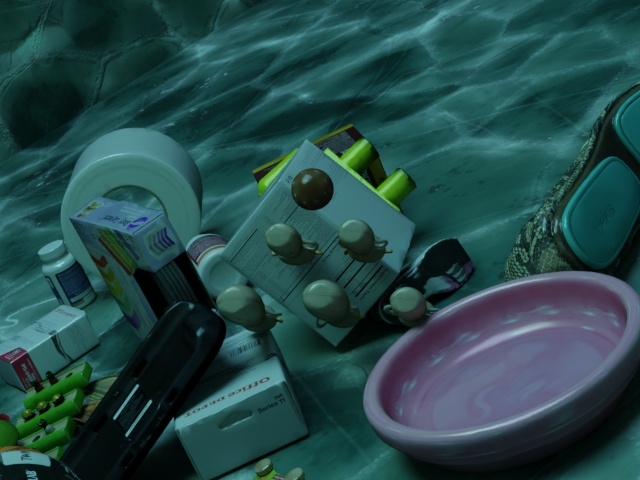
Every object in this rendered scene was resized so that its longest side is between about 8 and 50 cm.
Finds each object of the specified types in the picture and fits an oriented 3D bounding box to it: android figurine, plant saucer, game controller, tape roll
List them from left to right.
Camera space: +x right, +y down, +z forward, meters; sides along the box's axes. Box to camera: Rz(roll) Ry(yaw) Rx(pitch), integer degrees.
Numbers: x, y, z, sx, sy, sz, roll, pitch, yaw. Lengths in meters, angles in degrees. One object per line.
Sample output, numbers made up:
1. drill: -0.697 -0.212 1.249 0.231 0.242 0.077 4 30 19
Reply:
1. tape roll: -0.331 -0.062 2.518 0.246 0.246 0.169 -23 20 4
2. game controller: -0.233 0.218 1.813 0.319 0.067 0.166 -55 32 -2
3. android figurine: 0.008 -0.030 2.151 0.273 0.056 0.248 -42 63 -9
4. plant saucer: 0.214 0.153 1.593 0.332 0.084 0.332 -22 21 9

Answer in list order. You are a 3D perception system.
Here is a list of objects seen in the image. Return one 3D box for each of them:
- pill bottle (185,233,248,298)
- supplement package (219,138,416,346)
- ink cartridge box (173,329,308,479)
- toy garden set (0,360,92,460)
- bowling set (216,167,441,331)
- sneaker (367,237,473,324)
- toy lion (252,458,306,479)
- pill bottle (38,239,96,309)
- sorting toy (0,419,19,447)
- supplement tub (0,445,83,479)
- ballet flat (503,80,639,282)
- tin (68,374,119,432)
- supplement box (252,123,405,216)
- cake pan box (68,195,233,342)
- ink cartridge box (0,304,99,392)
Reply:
1. pill bottle: -0.175 0.037 2.320 0.086 0.086 0.152 -28 21 -9
2. supplement package: 0.000 0.000 1.964 0.149 0.203 0.194 -50 5 23
3. ink cartridge box: -0.110 0.205 1.828 0.153 0.087 0.208 -24 19 0
4. toy garden set: -0.440 0.277 2.020 0.204 0.049 0.244 -27 25 16
5. bowling set: 0.017 0.019 1.804 0.287 0.200 0.154 2 -12 13
6. sneaker: 0.129 0.055 1.959 0.178 0.072 0.077 -31 10 -32
7. toy lion: -0.070 0.300 1.636 0.096 0.034 0.100 -45 27 -28
8. pill bottle: -0.455 0.062 2.529 0.067 0.120 0.067 -21 21 8
9. sorting toy: -0.504 0.250 1.940 0.127 0.126 0.365 -37 24 -12
10. supplement tub: -0.327 0.353 1.558 0.193 0.193 0.316 -28 21 -10
11. ballet flat: 0.387 -0.079 1.903 0.483 0.164 0.182 -43 7 -37
12. tin: -0.299 0.240 2.035 0.106 0.040 0.189 -40 24 -27
13. supplement box: 0.010 -0.076 2.327 0.191 0.129 0.194 -26 20 -3
14. cake pan box: -0.250 0.061 2.121 0.070 0.246 0.267 -38 25 -22
15. ink cartridge box: -0.453 0.175 2.329 0.150 0.063 0.109 -34 22 -25
